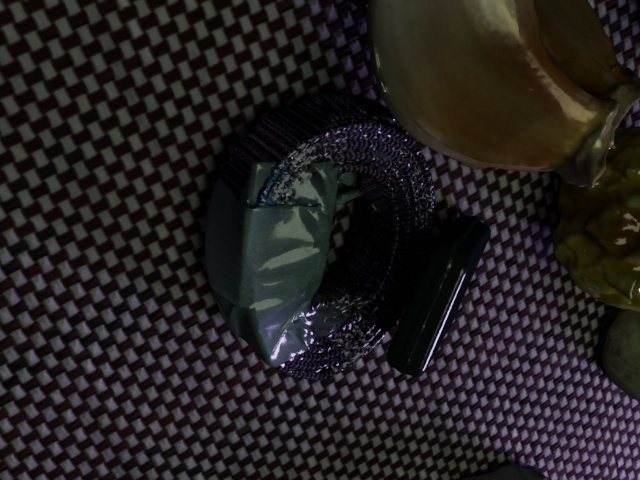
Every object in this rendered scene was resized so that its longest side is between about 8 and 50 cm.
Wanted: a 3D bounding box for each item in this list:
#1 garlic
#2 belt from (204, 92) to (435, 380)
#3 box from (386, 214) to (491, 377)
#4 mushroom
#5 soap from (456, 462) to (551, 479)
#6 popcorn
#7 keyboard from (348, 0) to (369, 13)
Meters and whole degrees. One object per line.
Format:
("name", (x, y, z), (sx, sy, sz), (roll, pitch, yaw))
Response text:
("garlic", (0.187, -0.215, 1.030), (0.313, 0.249, 0.286), (45, 74, -10))
("belt", (0.000, 0.000, 1.124), (0.260, 0.122, 0.325), (-9, 121, -32))
("box", (0.145, 0.059, 1.186), (0.050, 0.230, 0.160), (24, 106, 10))
("mushroom", (0.551, 0.186, 1.488), (0.189, 0.164, 0.267), (-45, 127, -3))
("soap", (0.212, 0.412, 1.421), (0.302, 0.159, 0.258), (32, 100, -38))
("popcorn", (0.423, -0.023, 1.277), (0.249, 0.225, 0.249), (-13, 125, -19))
("keyboard", (0.132, -0.376, 1.064), (0.101, 0.018, 0.310), (26, 100, -36))
